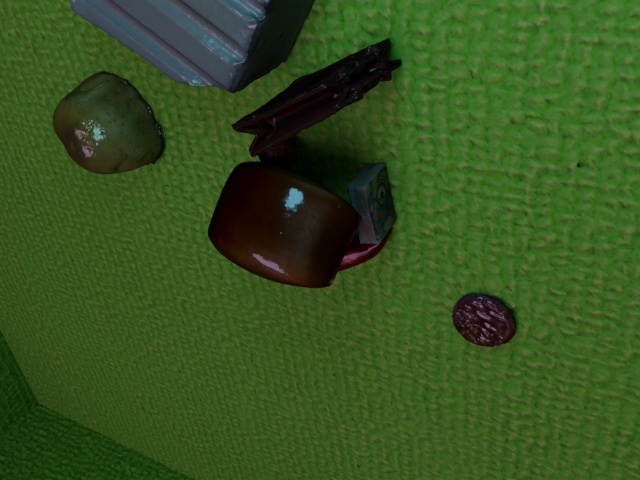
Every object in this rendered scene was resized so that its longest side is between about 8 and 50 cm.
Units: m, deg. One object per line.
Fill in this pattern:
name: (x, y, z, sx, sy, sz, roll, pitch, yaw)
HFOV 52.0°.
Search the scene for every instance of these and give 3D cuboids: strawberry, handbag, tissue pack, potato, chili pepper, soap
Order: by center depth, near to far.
handbag: (-0.009, -0.274, 1.251, 0.276, 0.260, 0.084, -16, 110, 41)
soap: (-0.245, -0.513, 1.271, 0.435, 0.213, 0.350, 37, 134, 7)
tissue pack: (0.112, -0.080, 1.425, 0.060, 0.108, 0.148, 5, 126, 31)
strawberry: (-0.095, -0.209, 1.494, 0.106, 0.106, 0.106, 20, 132, 23)
chili pepper: (0.004, 0.007, 1.605, 0.369, 0.092, 0.136, 10, 101, 26)
potato: (-0.567, -0.284, 1.692, 0.243, 0.242, 0.285, -26, 102, 45)

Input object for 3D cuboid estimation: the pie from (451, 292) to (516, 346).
pie: (0.372, 0.185, 1.496, 0.155, 0.036, 0.154, 21, 134, 23)

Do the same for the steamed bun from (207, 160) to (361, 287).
steamed bun: (-0.106, -0.041, 1.419, 0.248, 0.234, 0.379, 25, 180, -25)
